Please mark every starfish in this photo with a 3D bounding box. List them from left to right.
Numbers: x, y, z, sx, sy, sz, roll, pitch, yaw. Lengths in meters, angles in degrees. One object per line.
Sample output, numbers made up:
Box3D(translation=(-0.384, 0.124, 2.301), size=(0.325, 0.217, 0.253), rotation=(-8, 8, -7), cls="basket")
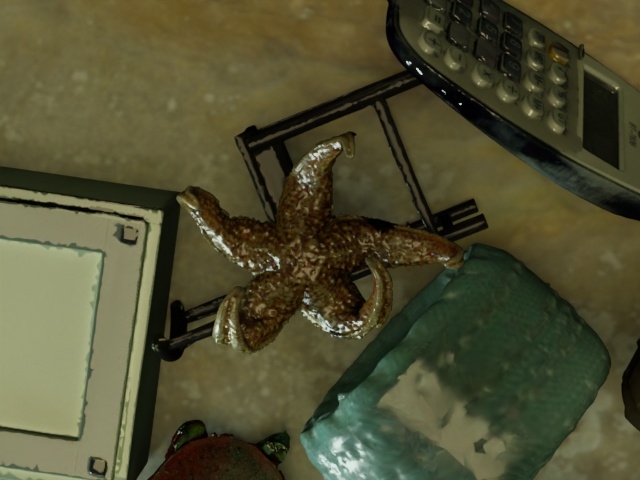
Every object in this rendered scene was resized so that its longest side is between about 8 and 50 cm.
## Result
Box3D(translation=(0.001, 0.000, 1.257), size=(0.190, 0.074, 0.146), rotation=(-7, 97, 1), cls="starfish")

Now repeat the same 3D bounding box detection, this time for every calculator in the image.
Box3D(translation=(0.151, -0.114, 1.325), size=(0.268, 0.177, 0.040), rotation=(35, 121, -13), cls="calculator")

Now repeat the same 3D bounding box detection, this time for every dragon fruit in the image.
Box3D(translation=(-0.107, 0.220, 1.426), size=(0.175, 0.142, 0.138), rotation=(-37, 66, 37), cls="dragon fruit")

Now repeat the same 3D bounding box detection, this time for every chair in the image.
Box3D(translation=(-0.020, -0.022, 1.368), size=(0.260, 0.154, 0.141), rotation=(-22, 95, 4), cls="chair")

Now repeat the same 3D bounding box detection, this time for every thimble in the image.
Box3D(translation=(0.103, 0.114, 1.356), size=(0.143, 0.198, 0.235), rotation=(45, 65, -1), cls="thimble")

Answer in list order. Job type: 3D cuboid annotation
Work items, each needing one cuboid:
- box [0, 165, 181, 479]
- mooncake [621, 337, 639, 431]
Box3D(translation=(-0.237, 0.062, 1.406), size=(0.225, 0.117, 0.225), rotation=(8, 98, 3), cls="box")
Box3D(translation=(0.313, 0.067, 1.321), size=(0.124, 0.228, 0.228), rotation=(44, 98, 6), cls="mooncake")
